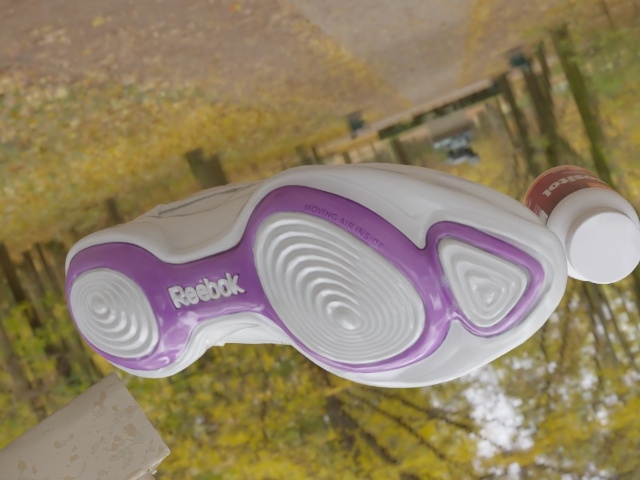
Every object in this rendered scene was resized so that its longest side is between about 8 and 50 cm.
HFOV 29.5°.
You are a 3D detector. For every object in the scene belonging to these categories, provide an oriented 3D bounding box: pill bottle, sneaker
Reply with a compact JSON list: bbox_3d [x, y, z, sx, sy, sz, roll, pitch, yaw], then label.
[{"bbox_3d":[0.241,-0.014,1.112,0.086,0.086,0.152,-21,-164,2],"label":"pill bottle"},{"bbox_3d":[0.000,0.000,0.651,0.305,0.114,0.152,-2,-160,39],"label":"sneaker"}]

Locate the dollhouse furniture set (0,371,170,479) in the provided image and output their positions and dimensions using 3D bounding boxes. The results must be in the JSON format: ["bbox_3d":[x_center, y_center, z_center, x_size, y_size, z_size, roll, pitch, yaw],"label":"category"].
[{"bbox_3d":[-0.110,0.320,0.902,0.362,0.394,0.256,-35,175,-17],"label":"dollhouse furniture set"}]
